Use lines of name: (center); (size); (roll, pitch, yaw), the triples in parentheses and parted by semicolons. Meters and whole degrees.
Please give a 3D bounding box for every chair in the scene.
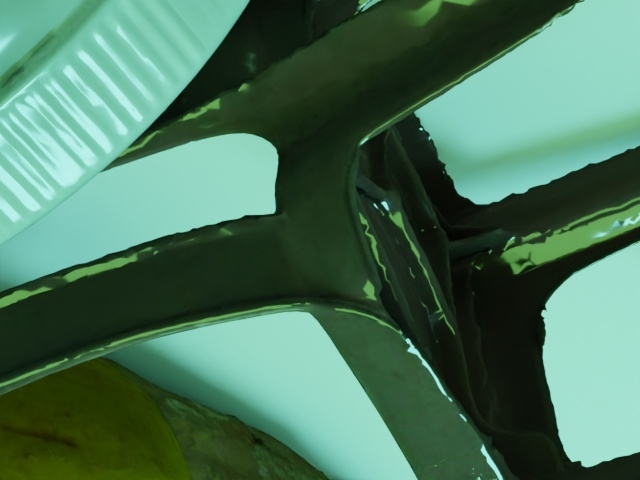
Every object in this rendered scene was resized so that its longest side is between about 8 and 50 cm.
chair: (0.000, 0.000, 0.561); (0.326, 0.176, 0.183); (-24, 121, 15)

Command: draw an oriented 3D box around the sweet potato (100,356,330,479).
sweet potato: (-0.038, 0.121, 0.728); (0.251, 0.097, 0.097); (35, 123, -27)

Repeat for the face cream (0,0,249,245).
face cream: (-0.133, -0.113, 0.430); (0.201, 0.201, 0.187); (-25, 130, 20)

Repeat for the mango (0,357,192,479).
mango: (-0.166, 0.096, 0.608); (0.257, 0.187, 0.138); (5, 127, 24)
